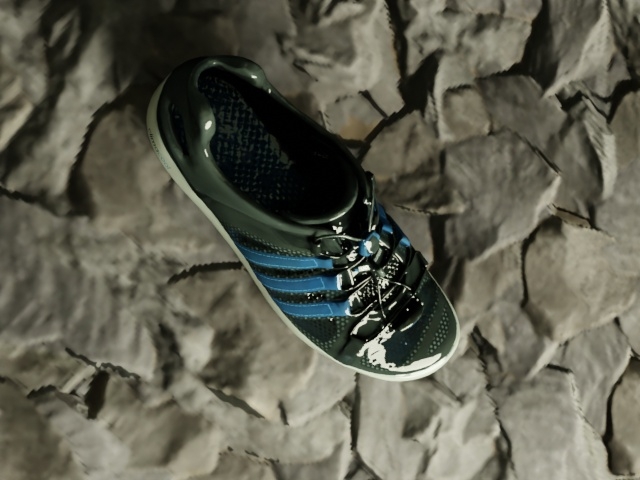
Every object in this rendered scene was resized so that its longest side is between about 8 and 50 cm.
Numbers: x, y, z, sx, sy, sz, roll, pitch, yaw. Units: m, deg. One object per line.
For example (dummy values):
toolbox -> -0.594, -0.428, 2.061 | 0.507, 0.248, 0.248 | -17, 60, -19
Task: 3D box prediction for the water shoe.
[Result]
water shoe -> 0.000, 0.000, 0.424 | 0.203, 0.080, 0.073 | 44, 76, -17
